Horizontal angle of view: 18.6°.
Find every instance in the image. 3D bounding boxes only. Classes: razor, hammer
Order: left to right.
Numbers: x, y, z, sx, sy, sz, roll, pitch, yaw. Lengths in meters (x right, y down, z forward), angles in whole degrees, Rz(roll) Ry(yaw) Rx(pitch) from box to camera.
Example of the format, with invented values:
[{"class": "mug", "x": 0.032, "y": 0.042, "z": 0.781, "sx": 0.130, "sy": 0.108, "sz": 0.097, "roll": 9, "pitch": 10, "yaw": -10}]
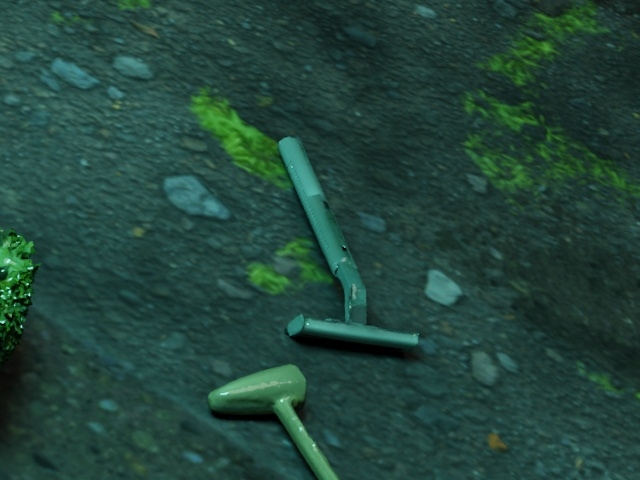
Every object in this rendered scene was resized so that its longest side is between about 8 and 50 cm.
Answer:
[{"class": "razor", "x": 0.003, "y": -0.006, "z": 1.313, "sx": 0.084, "sy": 0.036, "sz": 0.211, "roll": 10, "pitch": 37, "yaw": -23}, {"class": "hammer", "x": 0.004, "y": 0.148, "z": 1.116, "sx": 0.060, "sy": 0.028, "sz": 0.195, "roll": -11, "pitch": 49, "yaw": -33}]

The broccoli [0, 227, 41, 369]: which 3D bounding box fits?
[{"class": "broccoli", "x": -0.240, "y": 0.008, "z": 1.053, "sx": 0.195, "sy": 0.156, "sz": 0.195, "roll": 10, "pitch": 3, "yaw": -1}]
